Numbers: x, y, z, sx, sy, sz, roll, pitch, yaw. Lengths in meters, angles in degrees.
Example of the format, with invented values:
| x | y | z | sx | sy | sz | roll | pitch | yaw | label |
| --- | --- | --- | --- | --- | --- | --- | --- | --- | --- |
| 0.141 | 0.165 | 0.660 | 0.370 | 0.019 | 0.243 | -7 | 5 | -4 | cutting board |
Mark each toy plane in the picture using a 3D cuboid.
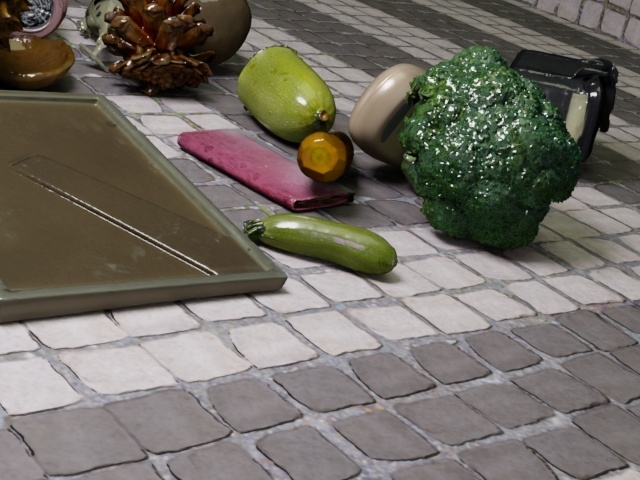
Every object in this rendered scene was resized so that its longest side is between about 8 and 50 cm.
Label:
| x | y | z | sx | sy | sz | roll | pitch | yaw | label |
| --- | --- | --- | --- | --- | --- | --- | --- | --- | --- |
| -0.363 | -0.366 | 1.928 | 0.092 | 0.108 | 0.286 | 49 | 8 | -28 | toy plane |

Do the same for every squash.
| x | y | z | sx | sy | sz | roll | pitch | yaw | label |
| --- | --- | --- | --- | --- | --- | --- | --- | --- | --- |
| 0.000 | 0.000 | 1.318 | 0.184 | 0.052 | 0.052 | 13 | 21 | 6 | squash |
| -0.037 | -0.206 | 1.710 | 0.123 | 0.123 | 0.186 | 1 | 27 | -30 | squash |

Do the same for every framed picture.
| x | y | z | sx | sy | sz | roll | pitch | yaw | label |
| --- | --- | --- | --- | --- | --- | --- | --- | --- | --- |
| -0.284 | -0.059 | 1.255 | 0.326 | 0.028 | 0.446 | -3 | 33 | -39 | framed picture |

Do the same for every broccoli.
| x | y | z | sx | sy | sz | roll | pitch | yaw | label |
| --- | --- | --- | --- | --- | --- | --- | --- | --- | --- |
| 0.207 | -0.118 | 1.513 | 0.270 | 0.269 | 0.270 | 3 | -6 | -27 | broccoli |

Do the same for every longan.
| x | y | z | sx | sy | sz | roll | pitch | yaw | label |
| --- | --- | --- | --- | --- | --- | --- | --- | --- | --- |
| -0.218 | -0.367 | 1.945 | 0.185 | 0.159 | 0.204 | 13 | 37 | 38 | longan |

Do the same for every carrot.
| x | y | z | sx | sy | sz | roll | pitch | yaw | label |
| --- | --- | --- | --- | --- | --- | --- | --- | --- | --- |
| 0.013 | -0.118 | 1.557 | 0.066 | 0.066 | 0.314 | 15 | 8 | 3 | carrot |

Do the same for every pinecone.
| x | y | z | sx | sy | sz | roll | pitch | yaw | label |
| --- | --- | --- | --- | --- | --- | --- | --- | --- | --- |
| -0.247 | -0.313 | 1.775 | 0.179 | 0.150 | 0.195 | 11 | 41 | -44 | pinecone |

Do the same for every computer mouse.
| x | y | z | sx | sy | sz | roll | pitch | yaw | label |
| --- | --- | --- | --- | --- | --- | --- | --- | --- | --- |
| 0.124 | -0.174 | 1.641 | 0.082 | 0.145 | 0.236 | 45 | 17 | 30 | computer mouse |

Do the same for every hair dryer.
| x | y | z | sx | sy | sz | roll | pitch | yaw | label |
| --- | --- | --- | --- | --- | --- | --- | --- | --- | --- |
| -0.607 | -0.408 | 1.890 | 0.353 | 0.125 | 0.210 | -6 | 29 | -21 | hair dryer |

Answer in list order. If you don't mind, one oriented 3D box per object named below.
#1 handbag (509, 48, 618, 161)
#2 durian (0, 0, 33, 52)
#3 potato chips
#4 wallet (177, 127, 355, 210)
| x | y | z | sx | sy | sz | roll | pitch | yaw | label |
| --- | --- | --- | --- | --- | --- | --- | --- | --- | --- |
| 0.395 | -0.218 | 1.925 | 0.182 | 0.181 | 0.254 | 12 | 21 | 13 | handbag |
| -0.532 | -0.354 | 1.454 | 0.348 | 0.384 | 0.347 | 18 | -22 | 7 | durian |
| -0.435 | -0.257 | 1.677 | 0.150 | 0.049 | 0.201 | -1 | 28 | -23 | potato chips |
| -0.076 | -0.098 | 1.538 | 0.232 | 0.025 | 0.119 | 30 | 26 | 35 | wallet |
